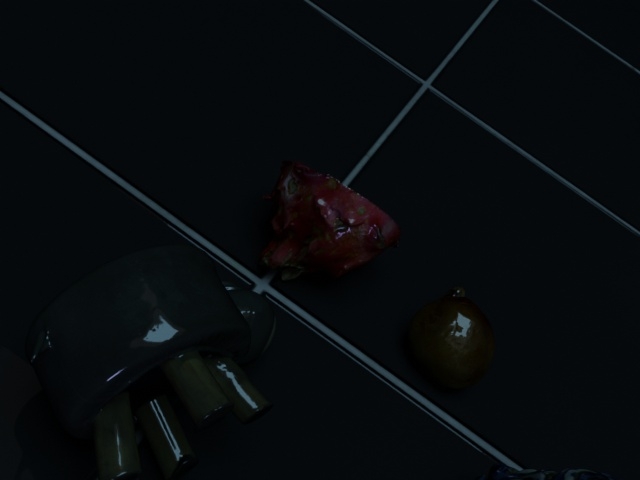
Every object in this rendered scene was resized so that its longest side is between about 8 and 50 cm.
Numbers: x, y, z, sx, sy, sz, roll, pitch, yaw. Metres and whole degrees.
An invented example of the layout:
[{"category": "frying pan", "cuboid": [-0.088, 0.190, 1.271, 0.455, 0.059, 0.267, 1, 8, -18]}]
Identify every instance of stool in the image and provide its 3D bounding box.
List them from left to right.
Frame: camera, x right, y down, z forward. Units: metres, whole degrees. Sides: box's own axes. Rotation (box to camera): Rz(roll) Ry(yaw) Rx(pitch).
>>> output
[{"category": "stool", "cuboid": [-0.107, 0.090, 0.547, 0.228, 0.153, 0.139, -18, 64, -37]}]

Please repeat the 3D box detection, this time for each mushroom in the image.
[{"category": "mushroom", "cuboid": [0.137, 0.088, 0.741, 0.088, 0.073, 0.129, -2, 43, 13]}]

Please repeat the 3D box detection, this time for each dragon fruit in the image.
[{"category": "dragon fruit", "cuboid": [0.000, 0.000, 0.729, 0.153, 0.153, 0.111, 32, 88, -1]}]

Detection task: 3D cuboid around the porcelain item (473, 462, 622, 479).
[{"category": "porcelain item", "cuboid": [0.132, 0.282, 0.518, 0.288, 0.186, 0.138, -46, 115, -29]}]
